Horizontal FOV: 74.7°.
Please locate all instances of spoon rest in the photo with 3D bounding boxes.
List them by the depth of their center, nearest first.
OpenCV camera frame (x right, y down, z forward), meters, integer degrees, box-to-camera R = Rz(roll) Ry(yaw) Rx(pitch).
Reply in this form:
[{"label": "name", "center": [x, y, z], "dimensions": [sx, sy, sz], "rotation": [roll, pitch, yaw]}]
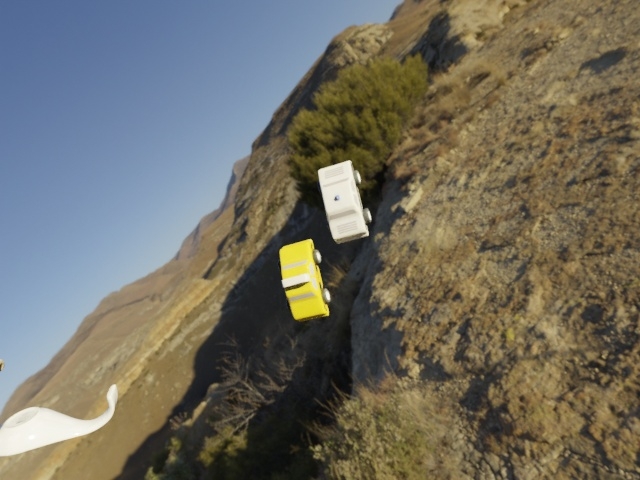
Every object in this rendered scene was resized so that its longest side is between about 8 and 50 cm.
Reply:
[{"label": "spoon rest", "center": [-0.614, 0.426, 0.981], "dimensions": [0.276, 0.084, 0.137], "rotation": [-15, 17, -10]}]

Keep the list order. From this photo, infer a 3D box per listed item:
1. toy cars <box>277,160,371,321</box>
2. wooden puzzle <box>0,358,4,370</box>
[{"label": "toy cars", "center": [0.000, 0.000, 0.961], "dimensions": [0.394, 0.176, 0.087], "rotation": [-64, -17, 4]}, {"label": "wooden puzzle", "center": [-0.630, 0.265, 0.629], "dimensions": [0.221, 0.044, 0.238], "rotation": [-22, 5, -21]}]
